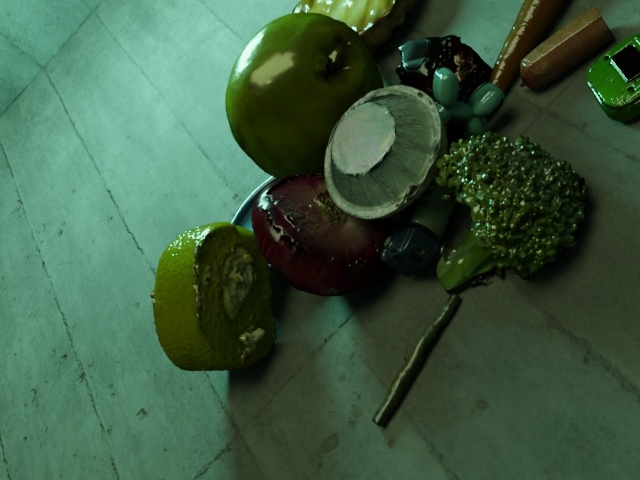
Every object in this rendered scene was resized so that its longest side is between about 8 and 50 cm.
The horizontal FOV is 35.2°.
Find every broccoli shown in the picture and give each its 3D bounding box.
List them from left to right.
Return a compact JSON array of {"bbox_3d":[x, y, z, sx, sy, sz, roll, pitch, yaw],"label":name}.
[{"bbox_3d":[0.244,-0.048,1.490,0.273,0.180,0.242,-34,40,22],"label":"broccoli"}]

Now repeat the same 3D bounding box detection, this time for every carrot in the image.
[{"bbox_3d":[0.358,-0.357,1.754,0.069,0.069,0.336,22,82,53],"label":"carrot"}]

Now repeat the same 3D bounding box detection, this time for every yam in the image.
[{"bbox_3d":[0.144,0.178,1.530,0.234,0.027,0.029,-57,10,-10],"label":"yam"}]

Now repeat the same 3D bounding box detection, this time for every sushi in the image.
[{"bbox_3d":[0.204,-0.278,1.759,0.172,0.150,0.153,-50,36,0],"label":"sushi"}]

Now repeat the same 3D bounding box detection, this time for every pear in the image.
[{"bbox_3d":[-0.042,-0.239,1.833,0.375,0.287,0.287,-42,29,53],"label":"pear"}]

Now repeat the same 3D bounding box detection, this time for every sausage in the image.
[{"bbox_3d":[0.394,-0.309,1.662,0.169,0.065,0.065,-35,39,17],"label":"sausage"}]

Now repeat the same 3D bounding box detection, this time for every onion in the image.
[{"bbox_3d":[0.000,-0.006,1.693,0.161,0.248,0.248,-63,30,26],"label":"onion"}]

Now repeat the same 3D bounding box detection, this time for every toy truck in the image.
[{"bbox_3d":[0.175,-0.040,1.631,0.088,0.074,0.201,-20,39,61],"label":"toy truck"}]

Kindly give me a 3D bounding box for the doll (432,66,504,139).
[{"bbox_3d":[0.210,-0.203,1.672,0.059,0.159,0.158,-118,40,-58],"label":"doll"}]

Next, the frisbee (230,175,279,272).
[{"bbox_3d":[-0.061,-0.037,1.913,0.289,0.049,0.289,-27,36,21],"label":"frisbee"}]

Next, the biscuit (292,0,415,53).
[{"bbox_3d":[0.076,-0.489,2.123,0.326,0.107,0.325,-27,45,31],"label":"biscuit"}]

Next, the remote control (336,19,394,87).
[{"bbox_3d":[0.075,-0.311,1.940,0.090,0.038,0.309,-46,55,20],"label":"remote control"}]

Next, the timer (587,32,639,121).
[{"bbox_3d":[0.475,-0.251,1.537,0.128,0.047,0.140,-35,39,19],"label":"timer"}]

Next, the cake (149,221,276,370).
[{"bbox_3d":[-0.185,0.098,1.762,0.156,0.179,0.260,-13,82,38],"label":"cake"}]

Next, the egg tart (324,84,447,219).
[{"bbox_3d":[0.089,-0.147,1.606,0.234,0.094,0.234,-18,61,36],"label":"egg tart"}]
